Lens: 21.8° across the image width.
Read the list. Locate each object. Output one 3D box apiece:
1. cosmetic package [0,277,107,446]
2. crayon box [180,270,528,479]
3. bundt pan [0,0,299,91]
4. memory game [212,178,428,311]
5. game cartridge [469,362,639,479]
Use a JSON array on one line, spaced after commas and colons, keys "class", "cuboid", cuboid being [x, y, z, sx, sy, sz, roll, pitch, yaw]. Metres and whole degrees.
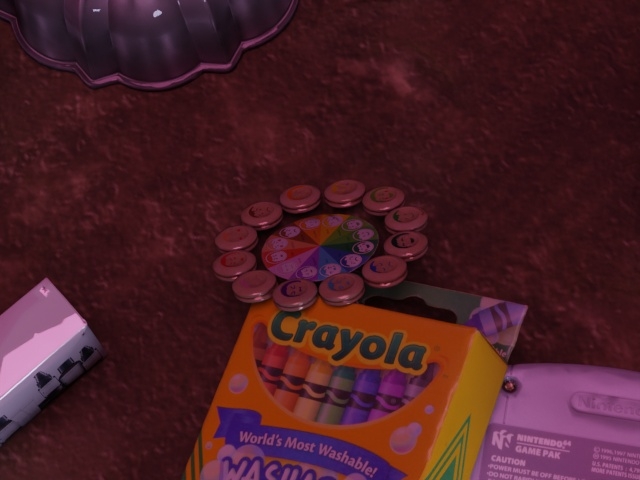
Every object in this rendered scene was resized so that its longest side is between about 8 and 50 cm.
[{"class": "cosmetic package", "cuboid": [-0.288, 0.140, 1.355, 0.239, 0.099, 0.060, -41, 72, -10]}, {"class": "crayon box", "cuboid": [0.012, 0.162, 1.300, 0.203, 0.083, 0.323, 11, 69, 31]}, {"class": "bundt pan", "cuboid": [-0.163, -0.306, 1.495, 0.330, 0.124, 0.331, -2, 71, 4]}, {"class": "memory game", "cuboid": [0.000, 0.000, 1.373, 0.186, 0.012, 0.186, -8, 33, 5]}, {"class": "game cartridge", "cuboid": [0.226, 0.201, 1.319, 0.297, 0.062, 0.198, 9, 67, 7]}]
